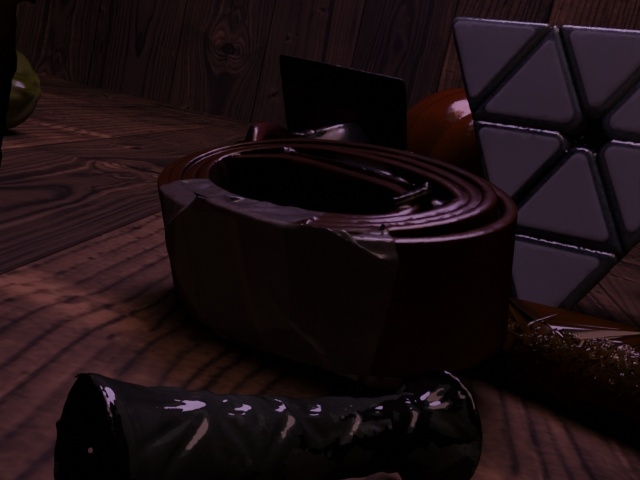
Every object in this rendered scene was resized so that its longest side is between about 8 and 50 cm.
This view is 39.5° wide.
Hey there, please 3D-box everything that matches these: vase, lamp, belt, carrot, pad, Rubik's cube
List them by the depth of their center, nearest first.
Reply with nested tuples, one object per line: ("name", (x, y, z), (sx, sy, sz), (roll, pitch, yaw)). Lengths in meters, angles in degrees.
("vase", (-0.014, 0.079, 0.349), (0.167, 0.059, 0.059), (5, 13, -35))
("carrot", (0.162, 0.078, 0.576), (0.228, 0.069, 0.069), (20, 12, 38))
("belt", (0.000, 0.000, 0.580), (0.184, 0.105, 0.261), (-18, 27, -35))
("Rubik's cube", (0.250, -0.068, 0.780), (0.228, 0.233, 0.229), (-5, 23, -9))
("pad", (0.025, -0.073, 0.868), (0.142, 0.211, 0.003), (18, 42, 31))
("lamp", (0.171, -0.060, 0.954), (0.223, 0.196, 0.223), (48, -3, 3))

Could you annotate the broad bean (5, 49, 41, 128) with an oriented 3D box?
("broad bean", (-0.529, -0.226, 1.225), (0.291, 0.119, 0.238), (10, 19, -1))

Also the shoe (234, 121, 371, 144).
("shoe", (0.021, -0.037, 0.804), (0.291, 0.137, 0.114), (22, 14, 37))

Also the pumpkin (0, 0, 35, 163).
("pumpkin", (-0.268, -0.091, 0.434), (0.225, 0.256, 0.303), (4, -11, -23))
